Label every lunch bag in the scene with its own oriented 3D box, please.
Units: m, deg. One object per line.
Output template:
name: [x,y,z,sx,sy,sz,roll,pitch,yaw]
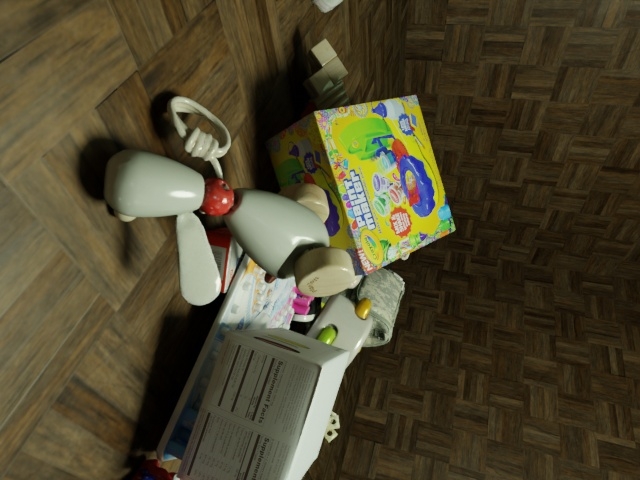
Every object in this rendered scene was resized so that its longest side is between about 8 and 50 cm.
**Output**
lunch bag: [0.151,0.222,1.522,0.305,0.255,0.213,-58,153,-55]

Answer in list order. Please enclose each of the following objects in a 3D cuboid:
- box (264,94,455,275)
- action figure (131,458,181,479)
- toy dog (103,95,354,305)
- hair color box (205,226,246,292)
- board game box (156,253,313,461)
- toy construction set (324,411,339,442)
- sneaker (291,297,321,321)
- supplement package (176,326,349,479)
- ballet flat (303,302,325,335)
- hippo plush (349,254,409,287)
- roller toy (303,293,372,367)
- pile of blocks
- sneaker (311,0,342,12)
box: [0.084,-0.106,0.864,0.279,0.177,0.290,-23,97,-36]
action figure: [-0.220,0.340,0.516,0.280,0.138,0.092,46,56,-74]
toy dog: [-0.116,-0.010,0.577,0.161,0.333,0.220,-43,-154,32]
hair color box: [-0.141,0.024,0.748,0.167,0.053,0.093,-27,127,-72]
board game box: [-0.118,0.211,0.829,0.390,0.050,0.390,72,37,-66]
toy construction set: [-0.058,0.473,1.163,0.328,0.151,0.215,69,32,-42]
sneaker: [-0.040,0.137,1.150,0.217,0.079,0.121,-20,115,-82]
supplement package: [-0.066,0.256,0.678,0.262,0.145,0.204,42,66,-75]
ballet flat: [-0.027,0.285,1.300,0.077,0.077,0.231,51,43,-41]
hippo plush: [0.139,0.023,1.223,0.294,0.236,0.235,2,86,-44]
roller toy: [0.046,0.251,1.157,0.209,0.146,0.191,-54,177,-35]
pile of blocks: [0.002,-0.284,1.018,0.112,0.149,0.362,-41,144,-14]
sneaker: [0.011,-0.570,0.885,0.103,0.111,0.252,27,48,-35]
